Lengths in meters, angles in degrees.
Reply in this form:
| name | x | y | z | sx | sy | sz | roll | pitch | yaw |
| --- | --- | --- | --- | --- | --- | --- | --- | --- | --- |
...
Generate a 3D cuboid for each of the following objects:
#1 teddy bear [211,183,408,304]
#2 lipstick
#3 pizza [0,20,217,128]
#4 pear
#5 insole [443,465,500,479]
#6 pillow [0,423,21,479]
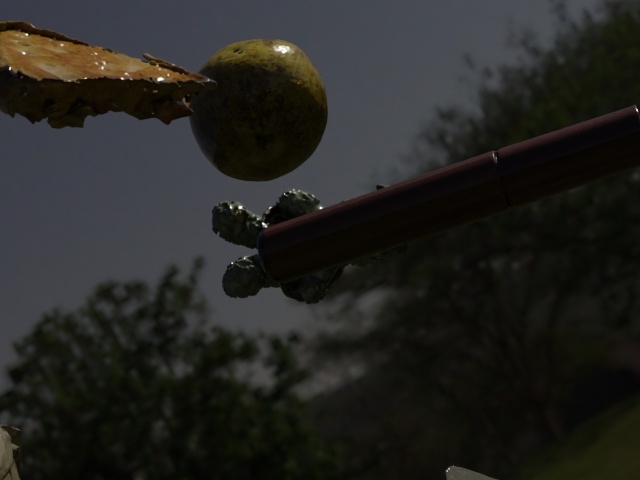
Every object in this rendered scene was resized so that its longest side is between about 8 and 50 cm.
| name | x | y | z | sx | sy | sz | roll | pitch | yaw |
| --- | --- | --- | --- | --- | --- | --- | --- | --- | --- |
| teddy bear | -0.002 | 0.009 | 1.956 | 0.213 | 0.133 | 0.111 | -10 | -24 | 9 |
| lipstick | 0.115 | -0.038 | 1.632 | 0.357 | 0.057 | 0.057 | -19 | -7 | 13 |
| pizza | -0.297 | -0.198 | 2.198 | 0.288 | 0.251 | 0.074 | -1 | -65 | -40 |
| pear | -0.088 | -0.174 | 2.517 | 0.197 | 0.197 | 0.197 | -28 | -9 | -5 |
| insole | 0.247 | 0.338 | 2.443 | 0.192 | 0.063 | 0.010 | 18 | -49 | -19 |
| pillow | -0.239 | 0.215 | 1.232 | 0.053 | 0.119 | 0.208 | -1 | 20 | 12 |
